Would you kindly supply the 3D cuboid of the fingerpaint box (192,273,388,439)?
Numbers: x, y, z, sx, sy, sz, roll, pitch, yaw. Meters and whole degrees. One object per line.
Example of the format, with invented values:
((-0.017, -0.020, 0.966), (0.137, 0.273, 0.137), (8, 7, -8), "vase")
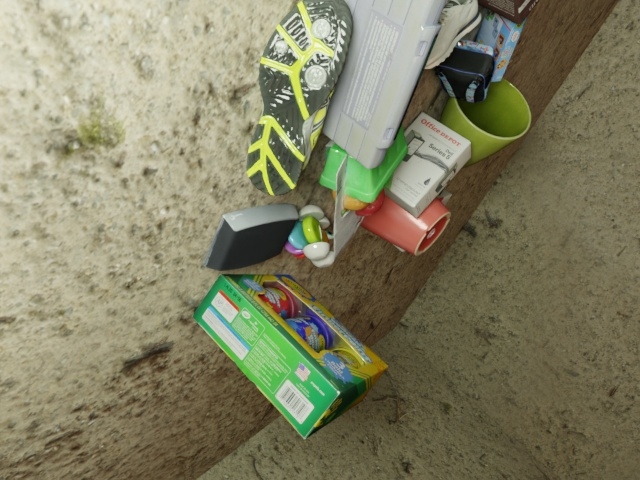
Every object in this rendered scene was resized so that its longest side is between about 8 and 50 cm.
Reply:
((-0.070, 0.286, 1.331), (0.163, 0.445, 0.371), (-55, 156, 12), "fingerpaint box")

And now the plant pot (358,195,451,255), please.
((0.308, -0.093, 1.680), (0.275, 0.243, 0.274), (-39, 155, -22), "plant pot")

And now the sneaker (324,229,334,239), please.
((0.000, 0.000, 1.540), (0.098, 0.038, 0.069), (5, 126, -51), "sneaker")

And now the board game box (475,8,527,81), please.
((0.514, -0.599, 1.365), (0.039, 0.160, 0.211), (-7, 147, -8), "board game box")

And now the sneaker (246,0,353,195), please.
((-0.049, -0.281, 0.918), (0.147, 0.145, 0.384), (-72, -173, -62), "sneaker")

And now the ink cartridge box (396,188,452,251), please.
((0.418, -0.104, 2.027), (0.197, 0.114, 0.272), (-22, 144, -50), "ink cartridge box")

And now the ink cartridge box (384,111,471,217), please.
((0.318, -0.243, 1.513), (0.273, 0.198, 0.115), (-49, 156, -1), "ink cartridge box")

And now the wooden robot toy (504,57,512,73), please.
((0.600, -0.587, 1.685), (0.173, 0.076, 0.079), (-58, -169, 21), "wooden robot toy")

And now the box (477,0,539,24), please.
((0.460, -0.670, 1.129), (0.168, 0.167, 0.203), (-53, 157, 11), "box")

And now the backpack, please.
((0.429, -0.486, 1.383), (0.116, 0.158, 0.173), (-65, 155, -3), "backpack")

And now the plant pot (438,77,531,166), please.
((0.514, -0.375, 1.630), (0.275, 0.274, 0.293), (-36, 169, -28), "plant pot")

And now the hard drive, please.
((-0.166, -0.007, 1.196), (0.255, 0.054, 0.172), (-15, 140, -53), "hard drive")

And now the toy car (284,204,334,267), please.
((-0.039, -0.004, 1.356), (0.136, 0.159, 0.182), (-13, 160, 10), "toy car")

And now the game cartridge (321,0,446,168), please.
((0.088, -0.338, 0.902), (0.068, 0.230, 0.355), (-30, 152, -38), "game cartridge")

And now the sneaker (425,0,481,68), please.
((0.310, -0.539, 1.200), (0.235, 0.090, 0.095), (-50, 145, -6), "sneaker")

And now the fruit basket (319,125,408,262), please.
((0.104, -0.157, 1.269), (0.327, 0.166, 0.353), (-54, 164, -31), "fruit basket")
